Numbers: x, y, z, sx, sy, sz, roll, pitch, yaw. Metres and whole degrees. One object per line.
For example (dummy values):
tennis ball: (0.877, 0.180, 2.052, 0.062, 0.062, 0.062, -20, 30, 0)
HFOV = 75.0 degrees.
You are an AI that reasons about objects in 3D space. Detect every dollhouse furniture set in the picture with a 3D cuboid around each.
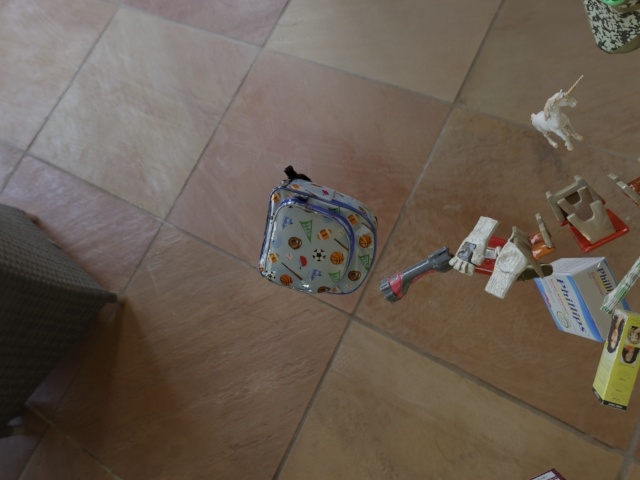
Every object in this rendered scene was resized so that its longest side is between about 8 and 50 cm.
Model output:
dollhouse furniture set: (0.553, -0.039, 0.855, 0.262, 0.259, 0.135, -35, 94, 29)

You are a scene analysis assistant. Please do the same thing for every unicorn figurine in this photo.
unicorn figurine: (0.446, -0.224, 0.786, 0.111, 0.162, 0.060, 45, 87, -10)

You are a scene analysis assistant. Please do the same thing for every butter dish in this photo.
butter dish: (0.637, 0.041, 1.552, 0.160, 0.160, 0.118, 13, 37, 33)

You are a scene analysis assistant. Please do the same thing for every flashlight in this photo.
flashlight: (0.379, 0.138, 1.613, 0.304, 0.103, 0.103, -31, 74, 23)

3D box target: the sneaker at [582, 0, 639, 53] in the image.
sneaker: (0.278, -0.312, 0.421, 0.182, 0.410, 0.158, -40, 58, 14)

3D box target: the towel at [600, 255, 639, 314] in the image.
towel: (0.677, 0.086, 0.924, 0.023, 0.113, 0.152, 33, 119, 27)

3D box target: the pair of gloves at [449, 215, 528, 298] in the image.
pair of gloves: (0.526, 0.043, 1.287, 0.204, 0.042, 0.240, -60, 34, 11)

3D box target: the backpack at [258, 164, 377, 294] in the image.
backpack: (0.000, 0.000, 0.962, 0.263, 0.213, 0.277, 12, 115, -3)

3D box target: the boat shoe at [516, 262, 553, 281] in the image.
boat shoe: (0.715, 0.108, 1.430, 0.152, 0.049, 0.056, -8, 93, 36)

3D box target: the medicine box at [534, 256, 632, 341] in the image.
medicine box: (0.983, 0.212, 1.578, 0.149, 0.289, 0.264, -25, 86, 1)

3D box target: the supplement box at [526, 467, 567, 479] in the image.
supplement box: (0.495, 0.606, 0.896, 0.104, 0.081, 0.188, -17, 107, -9)

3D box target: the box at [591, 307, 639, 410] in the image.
box: (0.750, 0.294, 1.042, 0.058, 0.087, 0.233, 12, 98, 17)
